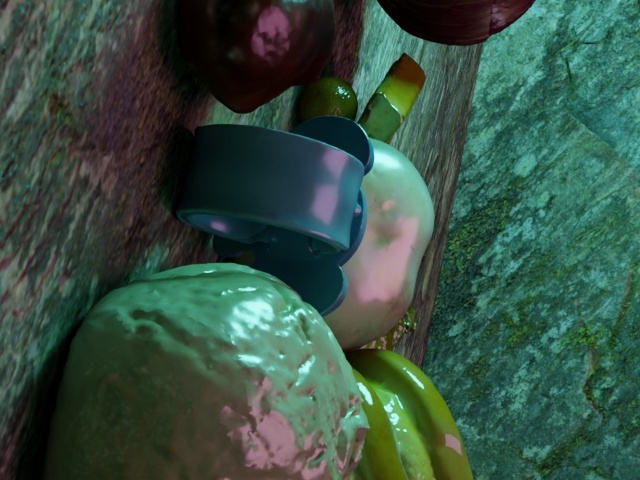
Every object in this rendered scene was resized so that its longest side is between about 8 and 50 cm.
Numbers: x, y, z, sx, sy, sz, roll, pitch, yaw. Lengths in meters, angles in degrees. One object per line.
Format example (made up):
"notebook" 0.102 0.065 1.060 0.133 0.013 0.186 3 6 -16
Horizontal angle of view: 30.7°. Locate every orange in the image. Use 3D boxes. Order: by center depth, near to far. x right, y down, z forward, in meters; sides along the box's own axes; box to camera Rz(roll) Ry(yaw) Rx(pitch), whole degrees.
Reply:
"orange" 0.008 -0.167 1.479 0.085 0.085 0.085 11 90 -78

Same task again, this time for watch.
"watch" -0.051 -0.041 1.128 0.193 0.211 0.210 30 70 -62

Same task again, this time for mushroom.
"mushroom" 0.000 0.000 1.360 0.260 0.234 0.253 -31 106 -24

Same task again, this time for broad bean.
"broad bean" -0.053 -0.192 1.075 0.228 0.122 0.156 9 93 -74

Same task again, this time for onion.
"onion" 0.239 -0.440 1.587 0.348 0.386 0.347 -3 90 -87

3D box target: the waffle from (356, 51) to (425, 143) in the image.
"waffle" 0.055 -0.117 1.564 0.247 0.055 0.221 -59 179 26

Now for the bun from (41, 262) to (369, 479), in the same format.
"bun" -0.084 0.180 1.010 0.352 0.227 0.349 86 21 -45

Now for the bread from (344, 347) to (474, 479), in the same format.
"bread" 0.042 0.267 1.282 0.270 0.211 0.315 3 60 -49

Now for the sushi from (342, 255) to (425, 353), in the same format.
"sushi" 0.059 0.131 1.813 0.179 0.167 0.296 55 35 -42
